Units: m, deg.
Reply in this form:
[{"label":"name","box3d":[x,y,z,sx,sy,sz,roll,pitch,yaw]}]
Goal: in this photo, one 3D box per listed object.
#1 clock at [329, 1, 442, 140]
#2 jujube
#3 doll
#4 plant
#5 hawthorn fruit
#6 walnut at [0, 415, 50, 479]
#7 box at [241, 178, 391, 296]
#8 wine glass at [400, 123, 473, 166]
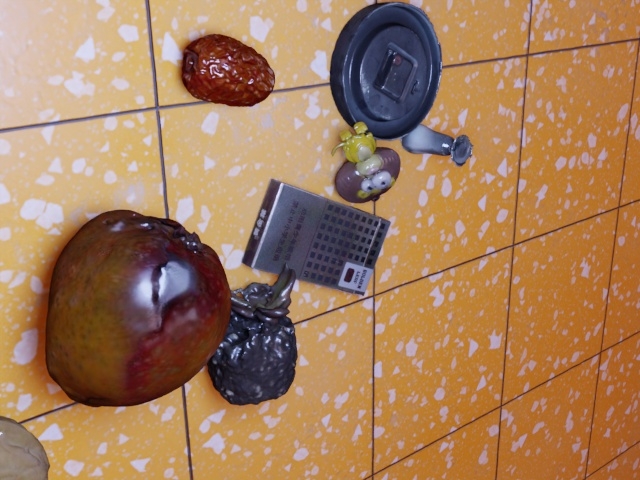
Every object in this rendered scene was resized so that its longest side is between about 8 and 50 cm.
[{"label":"clock","box3d":[0.138,-0.347,1.580,0.280,0.055,0.281,-15,114,-36]},{"label":"jujube","box3d":[-0.158,-0.290,1.329,0.176,0.109,0.112,3,140,-48]},{"label":"doll","box3d":[0.084,-0.147,1.567,0.145,0.096,0.188,-46,135,11]},{"label":"plant","box3d":[-0.131,0.187,1.466,0.204,0.178,0.234,-11,121,-30]},{"label":"hawthorn fruit","box3d":[-0.302,0.110,1.232,0.324,0.308,0.308,-39,127,-9]},{"label":"walnut","box3d":[-0.542,0.365,1.162,0.260,0.225,0.225,3,104,-36]},{"label":"box","box3d":[0.000,0.001,1.595,0.324,0.047,0.180,17,94,-42]},{"label":"wine glass","box3d":[0.249,-0.209,1.654,0.072,0.155,0.072,-15,115,-35]}]
